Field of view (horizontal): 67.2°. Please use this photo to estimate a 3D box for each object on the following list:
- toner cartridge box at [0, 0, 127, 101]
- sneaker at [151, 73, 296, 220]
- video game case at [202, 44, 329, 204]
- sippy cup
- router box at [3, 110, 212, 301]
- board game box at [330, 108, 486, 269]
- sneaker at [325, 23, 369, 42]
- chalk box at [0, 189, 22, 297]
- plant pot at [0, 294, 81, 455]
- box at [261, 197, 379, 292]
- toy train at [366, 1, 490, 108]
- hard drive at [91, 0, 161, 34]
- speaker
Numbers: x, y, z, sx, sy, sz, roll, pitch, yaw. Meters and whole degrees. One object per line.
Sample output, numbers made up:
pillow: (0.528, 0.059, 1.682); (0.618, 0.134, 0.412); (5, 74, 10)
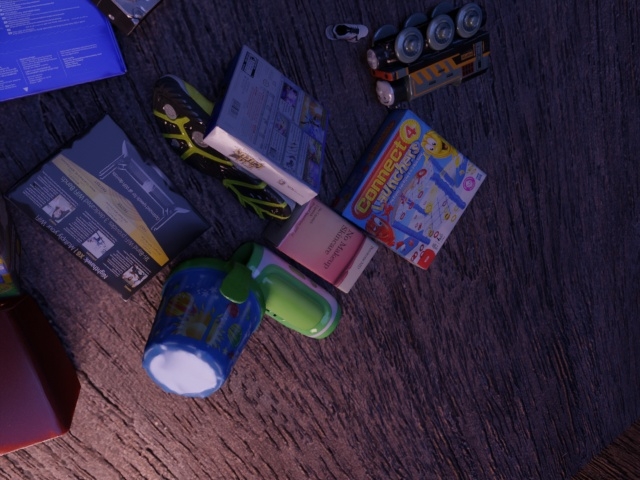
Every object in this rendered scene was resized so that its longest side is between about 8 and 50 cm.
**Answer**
toner cartridge box: (-0.547, -0.338, 0.851); (0.348, 0.075, 0.165); (-20, 111, -19)
sneaker: (-0.193, -0.208, 1.043); (0.385, 0.145, 0.147); (45, 54, -26)
video game case: (-0.100, -0.241, 1.005); (0.244, 0.061, 0.269); (31, 47, -28)
sippy cup: (-0.252, 0.192, 1.009); (0.240, 0.224, 0.305); (2, 124, 6)
router box: (-0.418, -0.066, 0.987); (0.243, 0.081, 0.309); (-42, 118, -9)
board game box: (0.232, -0.127, 1.254); (0.302, 0.086, 0.308); (31, 92, -25)
sneaker: (0.068, -0.481, 1.115); (0.109, 0.044, 0.040); (-14, 108, -23)
chalk box: (-0.627, 0.025, 0.866); (0.132, 0.132, 0.213); (-7, 142, -22)
plant pot: (-0.625, 0.243, 0.895); (0.267, 0.267, 0.236); (-12, 97, -21)
box: (0.000, 0.000, 1.176); (0.232, 0.127, 0.148); (35, 88, -28)
toy train: (0.268, -0.451, 1.171); (0.334, 0.142, 0.190); (-28, 124, -15)
hard drive: (-0.388, -0.564, 0.820); (0.339, 0.064, 0.237); (44, 61, -27)
speaker: (-0.086, 0.127, 1.174); (0.296, 0.131, 0.131); (39, 87, -29)
